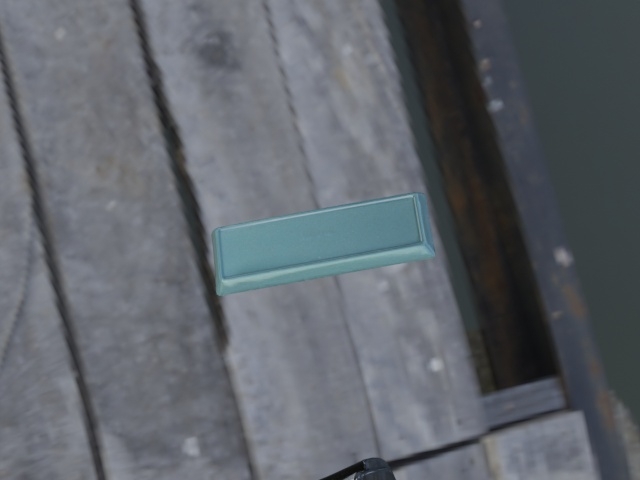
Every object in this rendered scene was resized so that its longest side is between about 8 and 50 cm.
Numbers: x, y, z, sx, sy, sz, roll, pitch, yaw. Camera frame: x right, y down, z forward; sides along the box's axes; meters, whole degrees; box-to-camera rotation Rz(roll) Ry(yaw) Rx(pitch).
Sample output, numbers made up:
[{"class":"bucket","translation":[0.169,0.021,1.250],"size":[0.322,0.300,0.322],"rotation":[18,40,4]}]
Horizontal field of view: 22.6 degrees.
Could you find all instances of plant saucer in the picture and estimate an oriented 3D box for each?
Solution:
[{"class":"plant saucer","translation":[0.000,0.000,1.382],"size":[0.192,0.018,0.067],"rotation":[-10,60,4]}]

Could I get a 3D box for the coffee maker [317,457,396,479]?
[{"class":"coffee maker","translation":[-0.006,0.279,1.545],"size":[0.120,0.178,0.171],"rotation":[65,15,-12]}]
